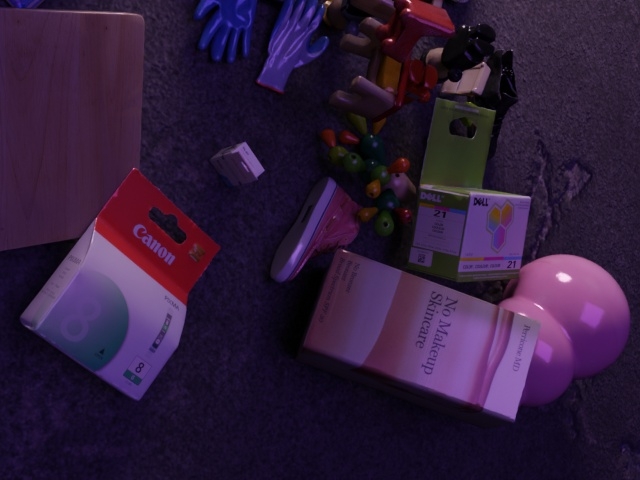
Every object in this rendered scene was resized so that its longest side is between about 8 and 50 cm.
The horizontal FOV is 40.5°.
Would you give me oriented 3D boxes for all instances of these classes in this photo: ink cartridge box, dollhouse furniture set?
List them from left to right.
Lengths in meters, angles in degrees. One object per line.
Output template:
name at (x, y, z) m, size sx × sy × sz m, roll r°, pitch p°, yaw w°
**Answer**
ink cartridge box at (-0.222, 0.056, 1.047) m, size 0.224 × 0.056 × 0.181 m, roll -55°, pitch 132°, yaw -14°
ink cartridge box at (-0.107, -0.101, 1.157) m, size 0.028 × 0.083 × 0.048 m, roll -44°, pitch 110°, yaw -27°
dollhouse furniture set at (0.151, -0.343, 1.111) m, size 0.152 × 0.201 × 0.374 m, roll 18°, pitch 71°, yaw -23°
dollhouse furniture set at (0.229, -0.211, 1.398) m, size 0.058 × 0.076 × 0.151 m, roll 36°, pitch 70°, yaw -40°
ink cartridge box at (0.235, -0.074, 1.309) m, size 0.189 × 0.097 × 0.255 m, roll 0°, pitch 102°, yaw -49°

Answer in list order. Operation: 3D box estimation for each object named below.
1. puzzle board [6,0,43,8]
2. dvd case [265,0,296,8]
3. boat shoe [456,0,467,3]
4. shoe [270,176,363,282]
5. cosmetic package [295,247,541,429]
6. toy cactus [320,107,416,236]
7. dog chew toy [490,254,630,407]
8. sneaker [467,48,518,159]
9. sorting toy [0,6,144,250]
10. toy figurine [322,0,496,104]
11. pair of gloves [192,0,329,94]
puzzle board at (-0.346, -0.346, 1.043) m, size 0.128 × 0.011 × 0.096 m, roll -47°, pitch 120°, yaw -12°
dvd case at (-0.120, -0.449, 1.205) m, size 0.239 × 0.029 × 0.179 m, roll 20°, pitch 76°, yaw -31°
boat shoe at (0.235, -0.500, 1.423) m, size 0.076 × 0.083 × 0.226 m, roll 19°, pitch 88°, yaw -43°
shoe at (0.000, 0.000, 1.231) m, size 0.081 × 0.063 × 0.178 m, roll 38°, pitch 62°, yaw -21°
cosmetic package at (0.130, 0.138, 1.197) m, size 0.296 × 0.129 × 0.153 m, roll 19°, pitch 73°, yaw -2°
toy cactus at (0.092, -0.103, 1.271) m, size 0.180 × 0.112 × 0.219 m, roll 24°, pitch 36°, yaw -54°
dog chew toy at (0.328, 0.166, 1.365) m, size 0.332 × 0.206 × 0.206 m, roll -34°, pitch 105°, yaw -22°
sneaker at (0.285, -0.220, 1.420) m, size 0.051 × 0.089 × 0.170 m, roll -5°, pitch 89°, yaw -33°
sorting toy at (-0.331, -0.129, 0.968) m, size 0.255 × 0.089 × 0.257 m, roll -12°, pitch 115°, yaw -45°
toy figurine at (0.128, -0.312, 1.298) m, size 0.213 × 0.148 × 0.209 m, roll -34°, pitch 99°, yaw -28°
pair of gloves at (-0.076, -0.299, 1.207) m, size 0.198 × 0.023 × 0.159 m, roll 25°, pitch 88°, yaw -30°
